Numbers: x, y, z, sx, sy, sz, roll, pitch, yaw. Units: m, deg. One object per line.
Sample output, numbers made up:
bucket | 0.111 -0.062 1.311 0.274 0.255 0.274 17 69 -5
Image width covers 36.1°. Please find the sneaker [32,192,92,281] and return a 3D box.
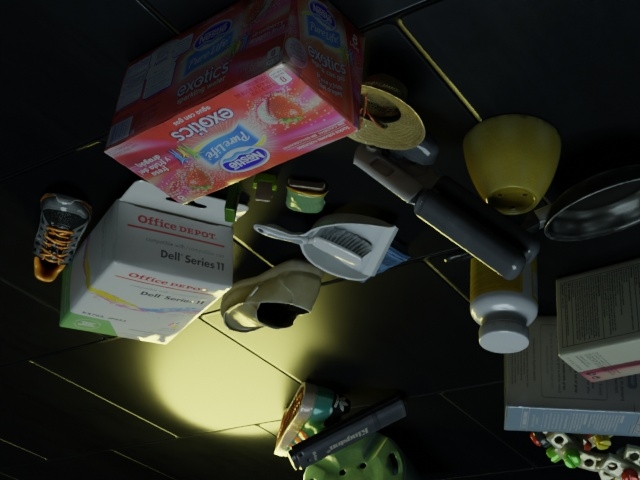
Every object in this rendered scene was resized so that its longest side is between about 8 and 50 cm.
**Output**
sneaker | -0.430 -0.005 1.617 0.084 0.083 0.215 15 147 -11

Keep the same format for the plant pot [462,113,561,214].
plant pot | 0.259 -0.092 1.331 0.134 0.095 0.134 5 148 3

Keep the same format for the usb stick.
usb stick | 0.061 0.408 2.107 0.278 0.045 0.077 -25 145 -10

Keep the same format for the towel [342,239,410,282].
towel | 0.085 0.031 1.627 0.067 0.029 0.119 30 142 -31

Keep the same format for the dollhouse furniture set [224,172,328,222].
dollhouse furniture set | -0.066 -0.055 1.488 0.152 0.058 0.076 7 149 -1

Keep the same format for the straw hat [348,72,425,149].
straw hat | 0.075 -0.180 1.258 0.144 0.061 0.144 20 156 9

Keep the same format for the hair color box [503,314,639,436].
hair color box | 0.515 0.240 1.735 0.374 0.185 0.113 1 147 9

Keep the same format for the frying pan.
frying pan | 0.350 -0.029 1.394 0.326 0.053 0.197 -22 157 21

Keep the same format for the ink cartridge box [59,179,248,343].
ink cartridge box | -0.277 0.046 1.614 0.207 0.119 0.353 13 149 -27

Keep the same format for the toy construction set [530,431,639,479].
toy construction set | 0.505 0.366 1.861 0.151 0.327 0.215 -44 101 10

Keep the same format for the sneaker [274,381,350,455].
sneaker | -0.021 0.418 2.200 0.121 0.108 0.302 17 146 -8

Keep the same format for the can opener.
can opener | 0.166 -0.066 1.294 0.283 0.076 0.095 37 142 18

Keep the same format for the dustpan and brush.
dustpan and brush | 0.000 0.000 1.557 0.211 0.060 0.147 22 140 0

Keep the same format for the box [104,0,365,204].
box | -0.105 -0.179 1.208 0.300 0.154 0.142 -20 140 34

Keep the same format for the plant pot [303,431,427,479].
plant pot | 0.130 0.643 2.362 0.341 0.341 0.334 -6 138 20

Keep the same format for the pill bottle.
pill bottle | 0.282 0.075 1.513 0.103 0.184 0.103 5 148 3

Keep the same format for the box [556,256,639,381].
box | 0.512 0.122 1.582 0.232 0.148 0.127 -18 141 35

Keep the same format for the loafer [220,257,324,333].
loafer | -0.097 0.115 1.738 0.102 0.092 0.268 24 145 -26
